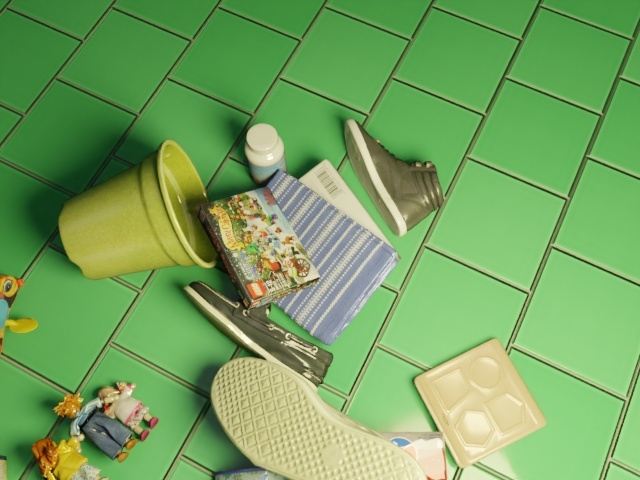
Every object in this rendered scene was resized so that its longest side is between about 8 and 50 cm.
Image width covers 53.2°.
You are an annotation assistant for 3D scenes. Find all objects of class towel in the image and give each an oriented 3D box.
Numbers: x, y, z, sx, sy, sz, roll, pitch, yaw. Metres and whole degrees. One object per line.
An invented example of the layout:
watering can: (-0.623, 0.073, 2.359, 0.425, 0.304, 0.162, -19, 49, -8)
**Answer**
towel: (-0.031, 0.031, 1.349, 0.336, 0.040, 0.243, 38, 91, 21)

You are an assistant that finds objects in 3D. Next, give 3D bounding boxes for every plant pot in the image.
plant pot: (-0.381, -0.037, 1.321, 0.254, 0.276, 0.276, -18, 68, 6)

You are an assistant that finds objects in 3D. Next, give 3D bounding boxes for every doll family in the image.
doll family: (-0.444, 0.377, 1.210, 0.163, 0.118, 0.263, 31, 72, 13)

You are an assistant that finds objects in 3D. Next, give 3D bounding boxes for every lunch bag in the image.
lunch bag: (-0.132, 0.488, 1.177, 0.151, 0.096, 0.129, -16, 65, 26)

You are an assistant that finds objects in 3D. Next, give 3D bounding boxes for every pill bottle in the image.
pill bottle: (-0.121, -0.188, 1.412, 0.087, 0.160, 0.087, 0, 68, 1)

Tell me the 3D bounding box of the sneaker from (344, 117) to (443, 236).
sneaker: (0.168, -0.164, 1.435, 0.147, 0.104, 0.296, -25, 76, -11)

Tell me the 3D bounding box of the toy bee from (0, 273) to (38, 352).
toy bee: (-0.667, 0.134, 1.314, 0.195, 0.162, 0.298, 30, 96, 4)

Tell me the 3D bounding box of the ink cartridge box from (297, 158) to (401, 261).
ink cartridge box: (0.000, 0.000, 1.391, 0.239, 0.060, 0.275, -37, 72, 6)

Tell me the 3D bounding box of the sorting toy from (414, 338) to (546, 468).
sorting toy: (0.315, 0.321, 1.271, 0.208, 0.038, 0.193, -23, 69, -13)

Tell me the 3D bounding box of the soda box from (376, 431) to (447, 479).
soda box: (0.101, 0.412, 1.208, 0.263, 0.083, 0.092, 0, 67, 2)

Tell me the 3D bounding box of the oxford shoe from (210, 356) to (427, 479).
oxford shoe: (-0.012, 0.354, 1.130, 0.449, 0.130, 0.169, 24, 75, 27)

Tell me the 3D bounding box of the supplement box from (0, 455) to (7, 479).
supplement box: (-0.648, 0.459, 1.214, 0.083, 0.056, 0.083, -12, 68, -4)

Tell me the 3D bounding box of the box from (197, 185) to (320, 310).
box: (-0.126, 0.011, 1.290, 0.159, 0.044, 0.233, -19, 68, -31)

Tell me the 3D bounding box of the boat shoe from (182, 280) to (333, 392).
boat shoe: (-0.119, 0.171, 1.287, 0.340, 0.127, 0.113, 35, 71, 12)
